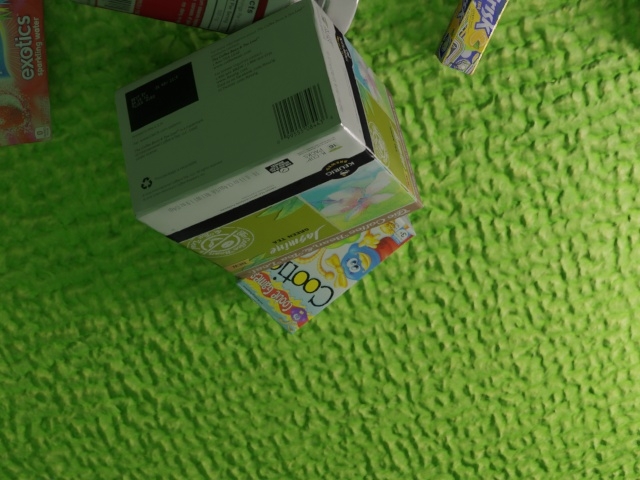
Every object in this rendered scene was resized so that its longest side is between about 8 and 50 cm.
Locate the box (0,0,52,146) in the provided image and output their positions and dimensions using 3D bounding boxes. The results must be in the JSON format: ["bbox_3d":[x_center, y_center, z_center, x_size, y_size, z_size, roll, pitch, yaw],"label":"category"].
[{"bbox_3d":[-0.491,-0.296,1.520,0.154,0.142,0.299,-10,120,-26],"label":"box"}]

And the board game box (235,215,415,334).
[{"bbox_3d":[0.000,0.000,1.766,0.275,0.144,0.142,-40,115,12],"label":"board game box"}]

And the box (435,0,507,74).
[{"bbox_3d":[0.247,-0.355,1.665,0.059,0.054,0.169,17,113,-16],"label":"box"}]

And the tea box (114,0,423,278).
[{"bbox_3d":[-0.070,-0.132,1.538,0.329,0.220,0.323,-22,155,18],"label":"tea box"}]

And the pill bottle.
[{"bbox_3d":[-0.149,-0.412,1.481,0.408,0.229,0.229,10,116,-13],"label":"pill bottle"}]
